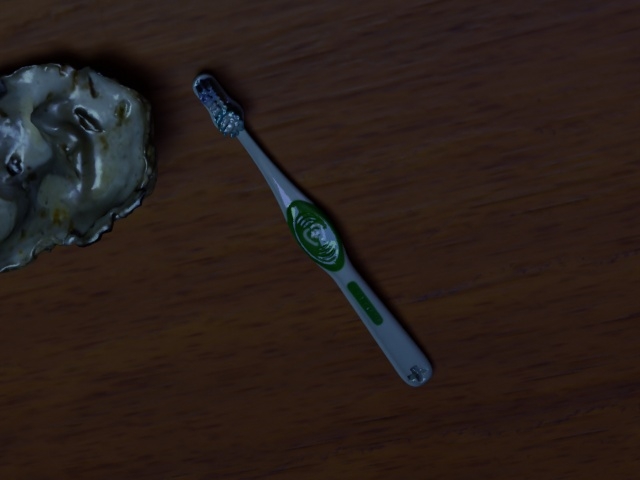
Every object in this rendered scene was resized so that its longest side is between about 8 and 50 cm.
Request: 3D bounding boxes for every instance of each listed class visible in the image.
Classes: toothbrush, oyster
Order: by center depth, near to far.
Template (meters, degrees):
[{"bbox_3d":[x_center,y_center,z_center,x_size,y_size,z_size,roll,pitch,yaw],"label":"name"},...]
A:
[{"bbox_3d":[-0.260,-0.030,1.101,0.345,0.078,0.129,-20,100,20],"label":"oyster"},{"bbox_3d":[0.000,-0.001,1.121,0.030,0.030,0.304,-24,122,21],"label":"toothbrush"}]
